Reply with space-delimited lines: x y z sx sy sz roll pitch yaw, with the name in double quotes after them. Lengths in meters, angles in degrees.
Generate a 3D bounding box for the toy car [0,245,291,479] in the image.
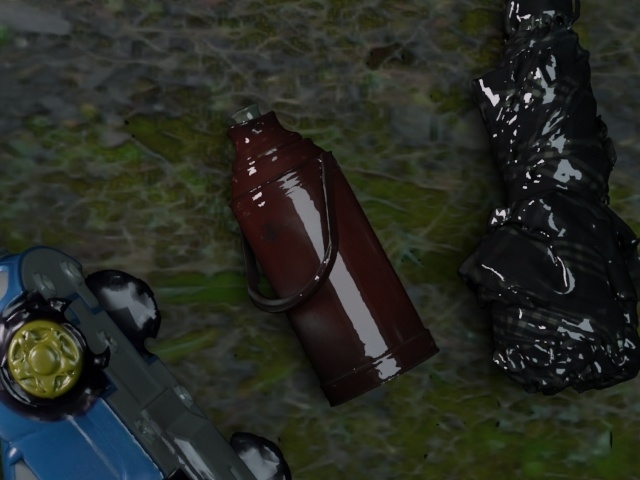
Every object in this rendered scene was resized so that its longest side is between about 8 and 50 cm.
-0.157 0.149 1.377 0.166 0.198 0.314 -38 91 10 "toy car"

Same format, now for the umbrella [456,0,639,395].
0.163 -0.046 1.502 0.154 0.128 0.337 -8 79 -29 "umbrella"

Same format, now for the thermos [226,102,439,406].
-0.002 0.001 1.469 0.124 0.099 0.232 -25 87 -51 "thermos"
